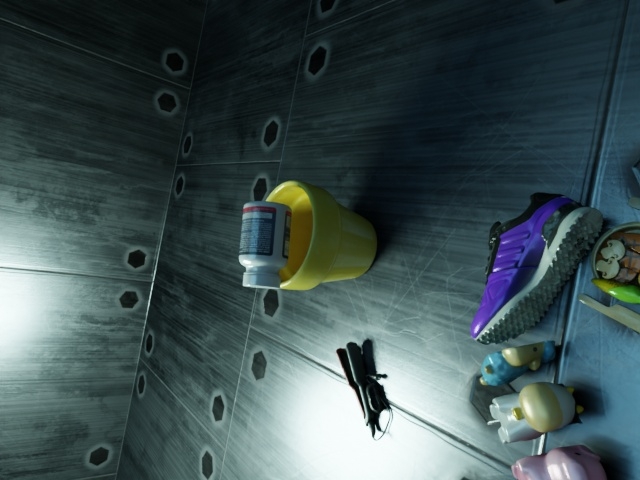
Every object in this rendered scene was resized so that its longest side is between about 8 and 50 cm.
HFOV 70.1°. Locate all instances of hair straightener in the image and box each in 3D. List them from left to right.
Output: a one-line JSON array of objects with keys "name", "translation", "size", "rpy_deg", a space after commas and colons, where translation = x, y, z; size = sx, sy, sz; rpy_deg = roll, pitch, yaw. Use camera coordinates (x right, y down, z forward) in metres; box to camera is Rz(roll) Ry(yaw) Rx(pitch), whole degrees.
[{"name": "hair straightener", "translation": [0.105, 0.344, 1.066], "size": [0.089, 0.047, 0.231], "rpy_deg": [-43, 50, 37]}]

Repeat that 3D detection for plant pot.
[{"name": "plant pot", "translation": [0.000, 0.000, 1.126], "size": [0.254, 0.238, 0.254], "rpy_deg": [-15, 71, 49]}]

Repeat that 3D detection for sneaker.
[{"name": "sneaker", "translation": [0.345, 0.044, 0.808], "size": [0.293, 0.102, 0.146], "rpy_deg": [-59, 38, 16]}]

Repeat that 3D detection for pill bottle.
[{"name": "pill bottle", "translation": [-0.122, 0.012, 0.996], "size": [0.108, 0.107, 0.180], "rpy_deg": [-7, 76, 50]}]

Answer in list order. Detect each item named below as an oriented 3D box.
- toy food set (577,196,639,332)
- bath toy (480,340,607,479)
[{"name": "toy food set", "translation": [0.475, 0.032, 0.685], "size": [0.132, 0.038, 0.192], "rpy_deg": [34, 108, 50]}, {"name": "bath toy", "translation": [0.364, 0.337, 0.693], "size": [0.128, 0.151, 0.348], "rpy_deg": [-13, 62, 3]}]
